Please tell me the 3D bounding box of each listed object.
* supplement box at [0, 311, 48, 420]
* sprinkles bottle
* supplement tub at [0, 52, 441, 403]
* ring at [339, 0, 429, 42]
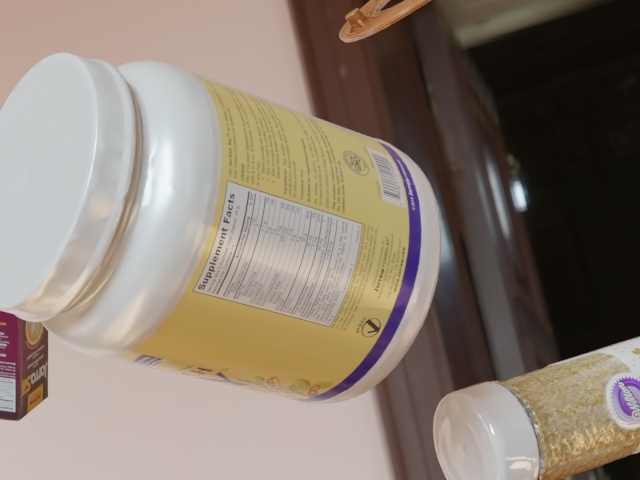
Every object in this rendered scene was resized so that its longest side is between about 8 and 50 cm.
[{"bbox_3d":[-0.423,0.137,2.017,0.080,0.188,0.104,6,15,11],"label":"supplement box"},{"bbox_3d":[0.292,0.172,1.550,0.355,0.121,0.121,-14,-14,-28],"label":"sprinkles bottle"},{"bbox_3d":[-0.093,-0.007,1.221,0.331,0.241,0.241,17,-31,-35],"label":"supplement tub"},{"bbox_3d":[0.158,-0.364,1.921,0.336,0.032,0.336,-34,14,10],"label":"ring"}]
